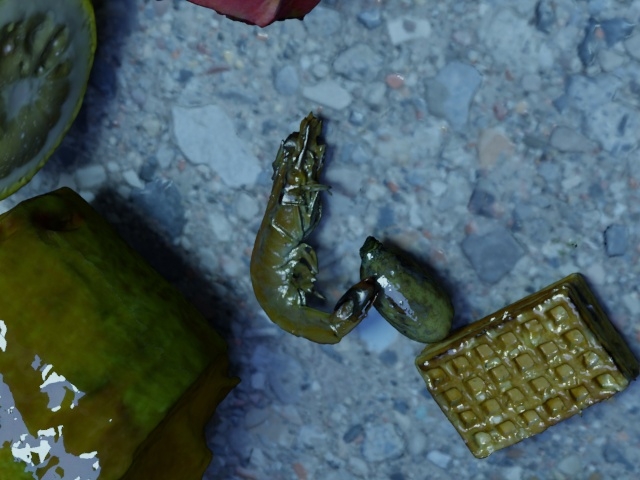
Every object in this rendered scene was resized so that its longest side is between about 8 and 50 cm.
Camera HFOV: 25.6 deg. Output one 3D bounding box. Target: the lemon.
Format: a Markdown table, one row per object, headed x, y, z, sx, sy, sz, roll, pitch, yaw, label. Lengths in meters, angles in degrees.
| x | y | z | sx | sy | sz | roll | pitch | yaw | label |
| --- | --- | --- | --- | --- | --- | --- | --- | --- | --- |
| -0.297 | -0.149 | 1.012 | 0.219 | 0.240 | 0.240 | 31 | 119 | 19 | lemon |

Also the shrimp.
| x | y | z | sx | sy | sz | roll | pitch | yaw | label |
| --- | --- | --- | --- | --- | --- | --- | --- | --- | --- |
| -0.001 | 0.000 | 1.072 | 0.124 | 0.034 | 0.178 | 34 | 119 | 34 | shrimp |

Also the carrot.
| x | y | z | sx | sy | sz | roll | pitch | yaw | label |
| --- | --- | --- | --- | --- | --- | --- | --- | --- | --- |
| -0.198 | 0.121 | 1.092 | 0.241 | 0.241 | 0.340 | -40 | 96 | 27 | carrot |

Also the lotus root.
| x | y | z | sx | sy | sz | roll | pitch | yaw | label |
| --- | --- | --- | --- | --- | --- | --- | --- | --- | --- |
| 0.063 | 0.039 | 1.082 | 0.049 | 0.054 | 0.099 | -42 | 97 | 7 | lotus root |

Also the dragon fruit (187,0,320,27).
| x | y | z | sx | sy | sz | roll | pitch | yaw | label |
| --- | --- | --- | --- | --- | --- | --- | --- | --- | --- |
| -0.079 | -0.275 | 0.908 | 0.189 | 0.163 | 0.261 | -34 | 82 | 17 | dragon fruit |

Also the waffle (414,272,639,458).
| x | y | z | sx | sy | sz | roll | pitch | yaw | label |
| --- | --- | --- | --- | --- | --- | --- | --- | --- | --- |
| 0.158 | 0.097 | 1.084 | 0.148 | 0.042 | 0.102 | -30 | 103 | 26 | waffle |
